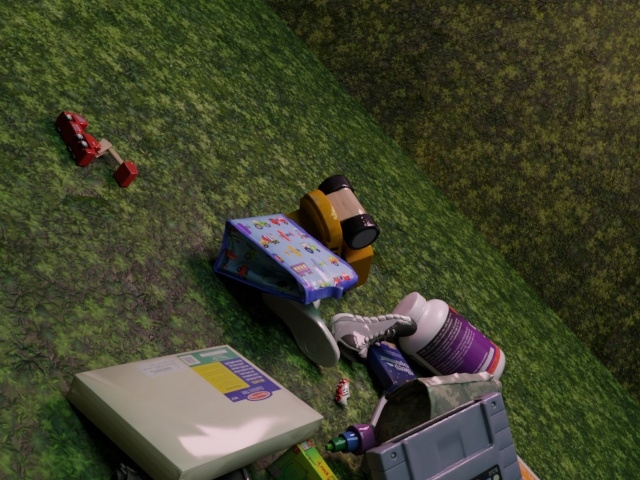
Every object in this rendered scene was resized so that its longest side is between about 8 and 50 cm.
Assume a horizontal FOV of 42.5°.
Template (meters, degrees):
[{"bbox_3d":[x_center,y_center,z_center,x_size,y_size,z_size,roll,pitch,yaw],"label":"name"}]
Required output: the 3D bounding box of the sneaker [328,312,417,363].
[{"bbox_3d":[0.133,0.257,2.077,0.228,0.086,0.132,1,46,-1],"label":"sneaker"}]

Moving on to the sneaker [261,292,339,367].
[{"bbox_3d":[-0.014,0.186,2.000,0.256,0.094,0.151,50,31,17],"label":"sneaker"}]

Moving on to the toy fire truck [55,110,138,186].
[{"bbox_3d":[-0.519,-0.213,1.905,0.135,0.047,0.192,5,45,-55],"label":"toy fire truck"}]

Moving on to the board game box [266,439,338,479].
[{"bbox_3d":[-0.011,0.475,1.561,0.181,0.092,0.043,51,25,14],"label":"board game box"}]

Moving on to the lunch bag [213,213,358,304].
[{"bbox_3d":[-0.062,0.056,1.936,0.293,0.138,0.221,27,20,28],"label":"lunch bag"}]

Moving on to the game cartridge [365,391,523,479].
[{"bbox_3d":[0.258,0.460,1.608,0.355,0.068,0.230,-15,86,-38],"label":"game cartridge"}]

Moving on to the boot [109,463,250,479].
[{"bbox_3d":[-0.231,0.416,1.317,0.229,0.091,0.263,35,28,-22],"label":"boot"}]

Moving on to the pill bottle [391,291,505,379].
[{"bbox_3d":[0.349,0.290,2.303,0.323,0.181,0.181,40,25,-11],"label":"pill bottle"}]

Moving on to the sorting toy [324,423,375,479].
[{"bbox_3d":[0.105,0.543,1.655,0.126,0.127,0.366,-6,54,-32],"label":"sorting toy"}]

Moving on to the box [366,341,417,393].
[{"bbox_3d":[0.189,0.339,2.117,0.136,0.036,0.225,22,24,-41],"label":"box"}]

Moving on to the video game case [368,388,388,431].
[{"bbox_3d":[0.211,0.466,2.006,0.193,0.023,0.212,44,23,-1],"label":"video game case"}]

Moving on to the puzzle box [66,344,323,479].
[{"bbox_3d":[-0.207,0.301,1.469,0.272,0.052,0.409,32,17,28],"label":"puzzle box"}]

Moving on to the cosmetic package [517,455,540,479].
[{"bbox_3d":[0.394,0.666,1.813,0.230,0.161,0.453,47,25,4],"label":"cosmetic package"}]

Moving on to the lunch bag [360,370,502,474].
[{"bbox_3d":[0.249,0.404,1.773,0.235,0.287,0.169,5,22,-37],"label":"lunch bag"}]

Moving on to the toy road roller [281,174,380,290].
[{"bbox_3d":[0.000,0.000,2.208,0.240,0.330,0.202,-21,58,-17],"label":"toy road roller"}]

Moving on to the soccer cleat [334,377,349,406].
[{"bbox_3d":[0.055,0.356,1.933,0.035,0.029,0.083,48,26,-15],"label":"soccer cleat"}]
